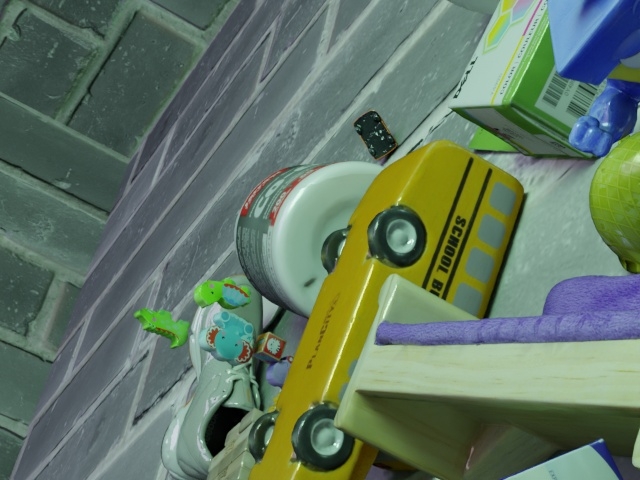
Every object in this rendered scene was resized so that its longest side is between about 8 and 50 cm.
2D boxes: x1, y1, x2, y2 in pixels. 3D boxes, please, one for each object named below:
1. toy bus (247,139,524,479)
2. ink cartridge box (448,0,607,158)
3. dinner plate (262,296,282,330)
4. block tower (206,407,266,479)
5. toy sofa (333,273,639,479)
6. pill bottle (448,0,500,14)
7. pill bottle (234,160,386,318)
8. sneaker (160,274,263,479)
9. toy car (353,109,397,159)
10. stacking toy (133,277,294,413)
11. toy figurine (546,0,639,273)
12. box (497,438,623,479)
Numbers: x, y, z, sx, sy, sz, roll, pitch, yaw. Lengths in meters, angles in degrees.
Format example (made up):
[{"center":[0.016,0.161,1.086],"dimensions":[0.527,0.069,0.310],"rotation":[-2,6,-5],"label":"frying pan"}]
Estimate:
[{"center":[0.055,0.080,0.997],"dimensions":[0.108,0.130,0.333],"rotation":[-23,42,63],"label":"toy bus"},{"center":[0.190,-0.177,1.055],"dimensions":[0.189,0.097,0.255],"rotation":[-64,18,-3],"label":"ink cartridge box"},{"center":[-0.063,0.071,1.557],"dimensions":[0.141,0.017,0.141],"rotation":[-54,18,26],"label":"dinner plate"},{"center":[-0.072,0.325,1.071],"dimensions":[0.091,0.097,0.335],"rotation":[-47,21,42],"label":"block tower"},{"center":[0.161,0.064,0.677],"dimensions":[0.177,0.150,0.362],"rotation":[-67,18,-14],"label":"toy sofa"},{"center":[0.203,-0.382,1.232],"dimensions":[0.272,0.152,0.152],"rotation":[-65,17,-10],"label":"pill bottle"},{"center":[0.000,0.000,1.221],"dimensions":[0.161,0.161,0.283],"rotation":[-64,15,-4],"label":"pill bottle"},{"center":[-0.104,0.167,1.422],"dimensions":[0.121,0.099,0.263],"rotation":[-12,62,57],"label":"sneaker"},{"center":[0.046,-0.098,1.434],"dimensions":[0.122,0.060,0.040],"rotation":[-52,-13,12],"label":"toy car"},{"center":[-0.060,0.114,1.142],"dimensions":[0.167,0.221,0.052],"rotation":[-27,38,57],"label":"stacking toy"},{"center":[0.197,-0.141,0.694],"dimensions":[0.362,0.217,0.191],"rotation":[128,143,-49],"label":"toy figurine"},{"center":[0.087,0.174,0.509],"dimensions":[0.137,0.072,0.126],"rotation":[-48,59,48],"label":"box"}]
